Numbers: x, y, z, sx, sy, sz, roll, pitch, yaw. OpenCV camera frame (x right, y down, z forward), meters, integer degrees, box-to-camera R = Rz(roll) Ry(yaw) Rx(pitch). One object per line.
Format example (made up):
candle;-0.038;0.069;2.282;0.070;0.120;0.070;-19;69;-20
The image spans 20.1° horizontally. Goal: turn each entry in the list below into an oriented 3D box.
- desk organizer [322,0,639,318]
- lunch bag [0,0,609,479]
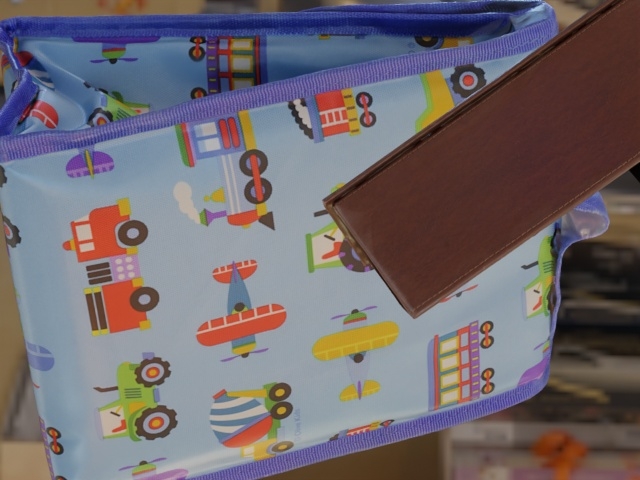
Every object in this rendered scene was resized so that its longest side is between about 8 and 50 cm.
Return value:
desk organizer;0.072;-0.023;0.545;0.050;0.130;0.047;55;0;31
lunch bag;0.000;0.000;0.893;0.138;0.293;0.221;-103;-173;-58
